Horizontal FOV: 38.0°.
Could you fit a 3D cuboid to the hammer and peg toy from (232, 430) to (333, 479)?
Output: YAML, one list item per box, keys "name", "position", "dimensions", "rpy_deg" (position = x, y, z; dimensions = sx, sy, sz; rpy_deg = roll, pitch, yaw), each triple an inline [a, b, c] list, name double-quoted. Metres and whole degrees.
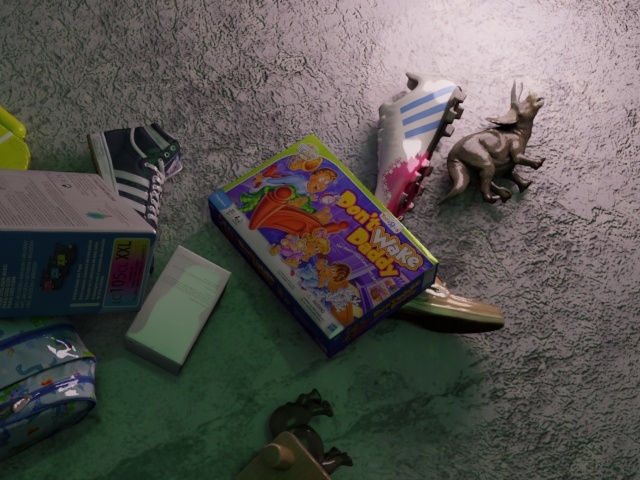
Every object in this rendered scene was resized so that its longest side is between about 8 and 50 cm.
- name: "hammer and peg toy"
  position: [-0.095, 0.505, 1.401]
  dimensions: [0.361, 0.127, 0.266]
  rpy_deg: [-46, 62, 0]

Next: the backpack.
- name: "backpack"
  position: [-0.511, 0.225, 1.381]
  dimensions: [0.273, 0.290, 0.355]
  rpy_deg: [44, 44, 4]

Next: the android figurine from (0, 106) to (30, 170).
- name: "android figurine"
  position: [-0.608, -0.143, 1.568]
  dimensions: [0.273, 0.056, 0.248]
  rpy_deg: [36, 55, 4]

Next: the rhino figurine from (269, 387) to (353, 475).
- name: "rhino figurine"
  position: [-0.007, 0.374, 1.538]
  dimensions: [0.106, 0.073, 0.243]
  rpy_deg: [-17, 78, -20]

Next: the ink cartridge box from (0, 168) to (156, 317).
- name: "ink cartridge box"
  position: [-0.486, -0.003, 1.383]
  dimensions: [0.396, 0.270, 0.151]
  rpy_deg: [2, 111, -35]

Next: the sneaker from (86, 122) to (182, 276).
- name: "sneaker"
  position: [-0.296, -0.079, 1.612]
  dimensions: [0.153, 0.099, 0.282]
  rpy_deg: [-17, 73, -14]

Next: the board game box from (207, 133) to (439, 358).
- name: "board game box"
  position: [0.000, 0.000, 1.604]
  dimensions: [0.233, 0.078, 0.347]
  rpy_deg: [-34, 64, -19]

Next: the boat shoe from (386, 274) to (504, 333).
- name: "boat shoe"
  position: [0.182, 0.097, 1.648]
  dimensions: [0.303, 0.109, 0.098]
  rpy_deg: [11, 70, -1]

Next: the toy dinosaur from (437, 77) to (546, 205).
- name: "toy dinosaur"
  position: [0.317, -0.153, 1.767]
  dimensions: [0.314, 0.121, 0.160]
  rpy_deg: [-36, 70, -15]

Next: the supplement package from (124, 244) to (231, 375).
- name: "supplement package"
  position: [-0.239, 0.119, 1.556]
  dimensions: [0.105, 0.105, 0.179]
  rpy_deg: [29, 69, -2]

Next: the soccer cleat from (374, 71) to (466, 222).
- name: "soccer cleat"
  position: [0.151, -0.176, 1.739]
  dimensions: [0.143, 0.116, 0.331]
  rpy_deg: [24, 66, 14]
